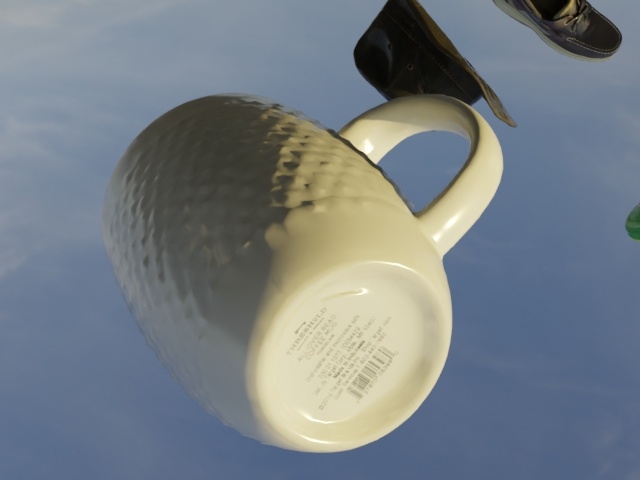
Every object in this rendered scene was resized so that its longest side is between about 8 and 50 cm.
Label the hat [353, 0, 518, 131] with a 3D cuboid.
[{"bbox_3d":[0.136,-0.255,1.189,0.134,0.331,0.331,-40,-155,17],"label":"hat"}]

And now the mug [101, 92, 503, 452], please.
[{"bbox_3d":[0.000,0.000,0.753,0.374,0.276,0.328,-40,-148,-4],"label":"mug"}]

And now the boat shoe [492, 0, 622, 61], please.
[{"bbox_3d":[0.468,-0.444,1.586,0.285,0.103,0.092,31,175,-3],"label":"boat shoe"}]

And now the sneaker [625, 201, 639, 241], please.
[{"bbox_3d":[0.601,-0.098,1.385,0.123,0.295,0.109,24,-120,-1],"label":"sneaker"}]
